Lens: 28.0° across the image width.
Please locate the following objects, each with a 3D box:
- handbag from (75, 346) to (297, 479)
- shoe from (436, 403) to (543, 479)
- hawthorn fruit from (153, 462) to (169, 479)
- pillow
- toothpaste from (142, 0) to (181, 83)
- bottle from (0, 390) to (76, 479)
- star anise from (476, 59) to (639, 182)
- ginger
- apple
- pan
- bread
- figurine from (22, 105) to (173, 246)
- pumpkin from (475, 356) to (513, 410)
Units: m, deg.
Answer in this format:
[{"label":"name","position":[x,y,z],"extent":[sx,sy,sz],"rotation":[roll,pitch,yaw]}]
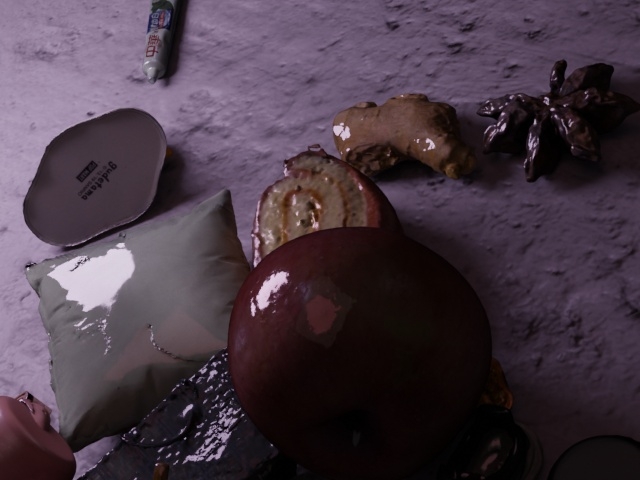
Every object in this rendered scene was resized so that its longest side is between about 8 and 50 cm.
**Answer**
[{"label":"handbag","position":[-0.149,0.258,1.496],"extent":[0.270,0.089,0.175],"rotation":[-40,67,-11]},{"label":"shoe","position":[0.160,0.273,1.369],"extent":[0.099,0.112,0.227],"rotation":[14,57,30]},{"label":"hawthorn fruit","position":[-0.199,0.388,1.306],"extent":[0.287,0.287,0.330],"rotation":[3,68,25]},{"label":"pillow","position":[-0.217,0.100,1.659],"extent":[0.312,0.119,0.310],"rotation":[-22,52,1]},{"label":"toothpaste","position":[-0.262,-0.337,2.102],"extent":[0.060,0.038,0.233],"rotation":[-9,47,13]},{"label":"bottle","position":[-0.430,0.314,1.514],"extent":[0.297,0.173,0.206],"rotation":[-47,19,-1]},{"label":"star anise","position":[0.313,-0.159,1.690],"extent":[0.212,0.073,0.197],"rotation":[-29,45,1]},{"label":"ginger","position":[0.122,-0.147,1.760],"extent":[0.213,0.074,0.137],"rotation":[4,63,30]},{"label":"apple","position":[0.045,0.129,1.401],"extent":[0.305,0.306,0.235],"rotation":[-14,41,12]},{"label":"pan","position":[0.339,0.233,1.383],"extent":[0.235,0.028,0.136],"rotation":[-43,50,-14]},{"label":"bread","position":[0.012,-0.003,1.648],"extent":[0.190,0.123,0.244],"rotation":[-11,49,8]},{"label":"figurine","position":[-0.327,-0.114,1.895],"extent":[0.250,0.166,0.141],"rotation":[-34,23,10]},{"label":"pumpkin","position":[0.195,0.175,1.492],"extent":[0.050,0.028,0.083],"rotation":[-22,56,7]}]
